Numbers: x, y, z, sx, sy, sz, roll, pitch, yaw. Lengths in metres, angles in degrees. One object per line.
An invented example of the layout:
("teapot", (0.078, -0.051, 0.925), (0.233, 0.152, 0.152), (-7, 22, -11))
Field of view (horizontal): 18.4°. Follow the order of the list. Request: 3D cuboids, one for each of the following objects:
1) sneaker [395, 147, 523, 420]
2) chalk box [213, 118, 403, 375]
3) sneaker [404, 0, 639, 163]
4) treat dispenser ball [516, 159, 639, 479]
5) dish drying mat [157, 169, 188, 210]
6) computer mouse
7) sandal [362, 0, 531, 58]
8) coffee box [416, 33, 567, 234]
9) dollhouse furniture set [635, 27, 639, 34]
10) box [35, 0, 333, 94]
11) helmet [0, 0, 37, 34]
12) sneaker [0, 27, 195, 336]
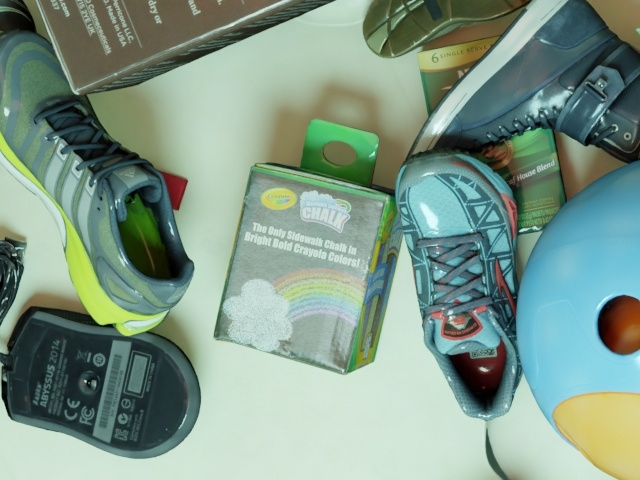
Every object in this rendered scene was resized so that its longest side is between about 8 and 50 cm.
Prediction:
("sneaker", (0.132, 0.043, 1.721), (0.104, 0.125, 0.262), (-13, 120, 13))
("chalk box", (0.000, 0.000, 1.793), (0.132, 0.132, 0.213), (15, 93, 11))
("sneaker", (0.193, -0.096, 1.733), (0.163, 0.086, 0.226), (43, 96, 6))
("treat dispenser ball", (0.308, 0.070, 1.654), (0.288, 0.288, 0.288), (0, 92, 11))
("dish drying mat", (-0.169, -0.055, 1.885), (0.083, 0.008, 0.032), (18, 94, 11))
("computer mouse", (-0.224, 0.120, 1.874), (0.272, 0.072, 0.188), (18, 93, 20))
("sandal", (0.123, -0.219, 1.808), (0.180, 0.049, 0.072), (-24, 81, 25))
("coffee box", (0.158, -0.094, 1.804), (0.113, 0.040, 0.184), (-9, 90, 11))
("dollhouse furniture set", (0.394, -0.217, 1.745), (0.197, 0.151, 0.301), (-8, 108, 31))
("box", (-0.050, -0.262, 1.753), (0.381, 0.191, 0.143), (-20, 93, 12))
("helmet", (-0.351, -0.184, 1.837), (0.169, 0.161, 0.169), (0, 91, 11))
("sneaker", (-0.199, -0.063, 1.772), (0.121, 0.111, 0.300), (-24, 99, 54))
